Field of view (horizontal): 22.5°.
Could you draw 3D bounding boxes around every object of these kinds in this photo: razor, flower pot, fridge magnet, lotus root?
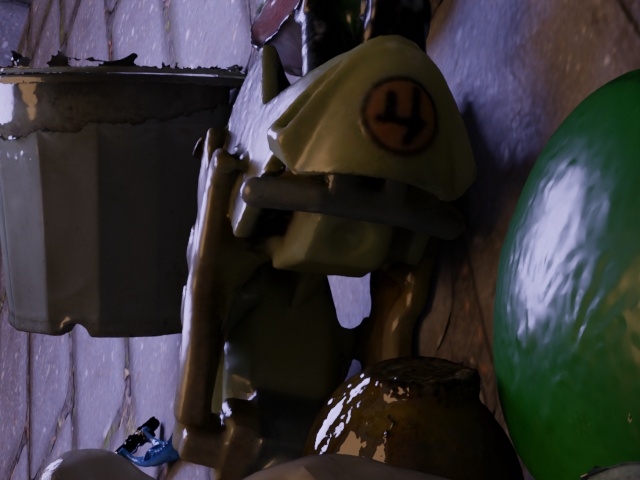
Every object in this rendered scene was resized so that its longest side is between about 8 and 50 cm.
[{"bbox_3d":[-0.136,0.182,1.504,0.082,0.042,0.253,-42,4,-28],"label":"razor"},{"bbox_3d":[-0.206,-0.044,1.522,0.290,0.290,0.259,-166,77,-70],"label":"flower pot"},{"bbox_3d":[0.144,0.023,0.743,0.208,0.088,0.208,-169,90,-71],"label":"fridge magnet"},{"bbox_3d":[0.044,0.175,0.835,0.124,0.123,0.241,30,130,56],"label":"lotus root"}]

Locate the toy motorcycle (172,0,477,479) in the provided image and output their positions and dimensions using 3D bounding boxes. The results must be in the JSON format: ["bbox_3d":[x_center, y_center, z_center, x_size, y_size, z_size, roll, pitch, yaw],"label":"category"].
[{"bbox_3d":[0.000,0.000,1.054,0.237,0.168,0.410,-102,24,-60],"label":"toy motorcycle"}]

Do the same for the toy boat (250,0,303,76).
[{"bbox_3d":[0.016,-0.195,1.259,0.155,0.085,0.227,-60,14,6],"label":"toy boat"}]

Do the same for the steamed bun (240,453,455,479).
[{"bbox_3d":[0.090,0.241,0.344,0.237,0.394,0.346,-60,-12,23],"label":"steamed bun"}]

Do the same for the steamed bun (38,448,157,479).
[{"bbox_3d":[-0.181,0.348,1.228,0.352,0.247,0.339,-49,27,28],"label":"steamed bun"}]

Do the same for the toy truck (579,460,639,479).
[{"bbox_3d":[0.074,0.221,0.627,0.305,0.162,0.136,-33,41,23],"label":"toy truck"}]
